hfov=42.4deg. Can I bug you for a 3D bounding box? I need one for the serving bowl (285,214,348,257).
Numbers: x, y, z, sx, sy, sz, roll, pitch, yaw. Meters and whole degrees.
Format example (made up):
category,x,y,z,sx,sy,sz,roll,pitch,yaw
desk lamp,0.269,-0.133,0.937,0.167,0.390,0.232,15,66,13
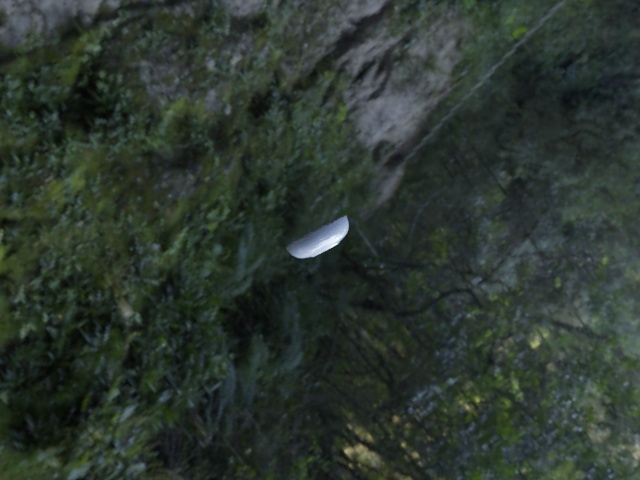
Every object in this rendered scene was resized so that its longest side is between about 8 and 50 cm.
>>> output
category,x,y,z,sx,sy,sz,roll,pitch,yaw
serving bowl,0.000,0.000,0.998,0.083,0.027,0.083,-27,180,0
